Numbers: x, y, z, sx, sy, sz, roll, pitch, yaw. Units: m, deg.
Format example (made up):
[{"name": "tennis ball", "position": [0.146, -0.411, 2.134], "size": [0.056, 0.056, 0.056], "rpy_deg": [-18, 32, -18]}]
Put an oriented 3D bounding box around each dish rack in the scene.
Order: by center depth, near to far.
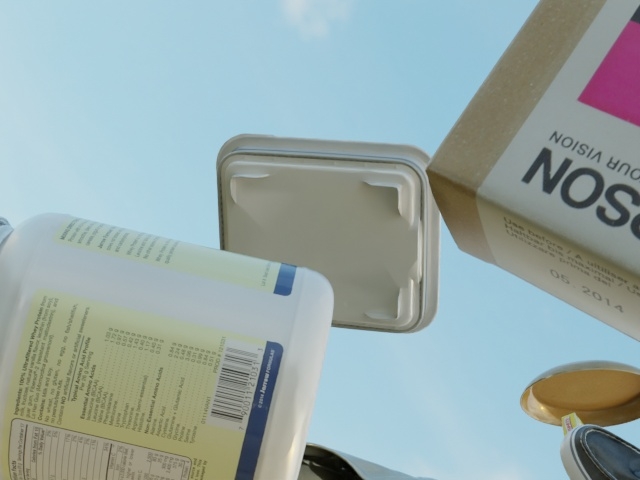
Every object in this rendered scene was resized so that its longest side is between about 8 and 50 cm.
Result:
[{"name": "dish rack", "position": [0.000, 0.000, 1.606], "size": [0.333, 0.072, 0.285], "rpy_deg": [4, -72, 16]}]

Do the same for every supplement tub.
[{"name": "supplement tub", "position": [-0.167, 0.107, 0.973], "size": [0.325, 0.235, 0.235], "rpy_deg": [13, -32, -1]}]

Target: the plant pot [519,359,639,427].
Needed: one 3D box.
[{"name": "plant pot", "position": [0.453, 0.254, 1.904], "size": [0.236, 0.032, 0.236], "rpy_deg": [1, -32, 1]}]

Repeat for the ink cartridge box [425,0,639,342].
[{"name": "ink cartridge box", "position": [0.193, -0.039, 0.458], "size": [0.235, 0.193, 0.088], "rpy_deg": [29, -12, 27]}]

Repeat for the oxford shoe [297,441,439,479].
[{"name": "oxford shoe", "position": [0.097, 0.376, 1.527], "size": [0.449, 0.169, 0.130], "rpy_deg": [21, -32, -21]}]

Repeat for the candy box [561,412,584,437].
[{"name": "candy box", "position": [0.409, 0.350, 1.643], "size": [0.027, 0.105, 0.206], "rpy_deg": [-24, -57, 24]}]

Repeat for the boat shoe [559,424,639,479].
[{"name": "boat shoe", "position": [0.313, 0.237, 1.001], "size": [0.228, 0.080, 0.076], "rpy_deg": [47, -40, 25]}]
